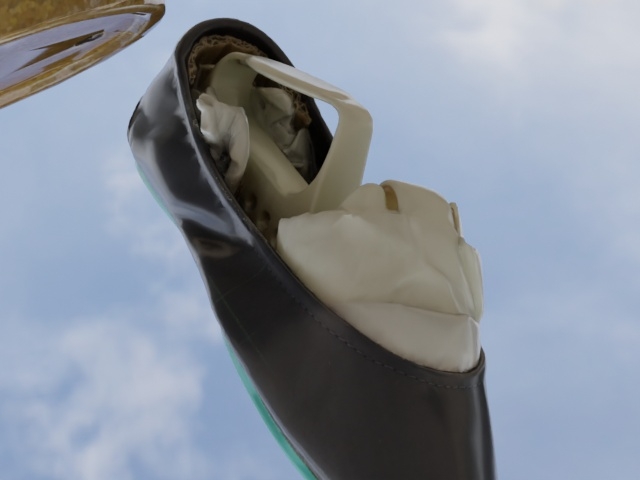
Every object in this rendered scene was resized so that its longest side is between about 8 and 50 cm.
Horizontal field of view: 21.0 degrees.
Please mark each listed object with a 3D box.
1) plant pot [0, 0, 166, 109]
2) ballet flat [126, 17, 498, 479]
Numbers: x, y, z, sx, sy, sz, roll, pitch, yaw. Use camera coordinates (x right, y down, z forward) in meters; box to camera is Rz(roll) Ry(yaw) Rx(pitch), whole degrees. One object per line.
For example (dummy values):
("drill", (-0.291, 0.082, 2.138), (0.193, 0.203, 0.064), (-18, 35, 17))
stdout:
("plant pot", (-0.144, -0.157, 0.478), (0.237, 0.254, 0.237), (-23, -179, 1))
("ballet flat", (0.000, 0.000, 0.483), (0.074, 0.074, 0.203), (-15, -138, -18))
